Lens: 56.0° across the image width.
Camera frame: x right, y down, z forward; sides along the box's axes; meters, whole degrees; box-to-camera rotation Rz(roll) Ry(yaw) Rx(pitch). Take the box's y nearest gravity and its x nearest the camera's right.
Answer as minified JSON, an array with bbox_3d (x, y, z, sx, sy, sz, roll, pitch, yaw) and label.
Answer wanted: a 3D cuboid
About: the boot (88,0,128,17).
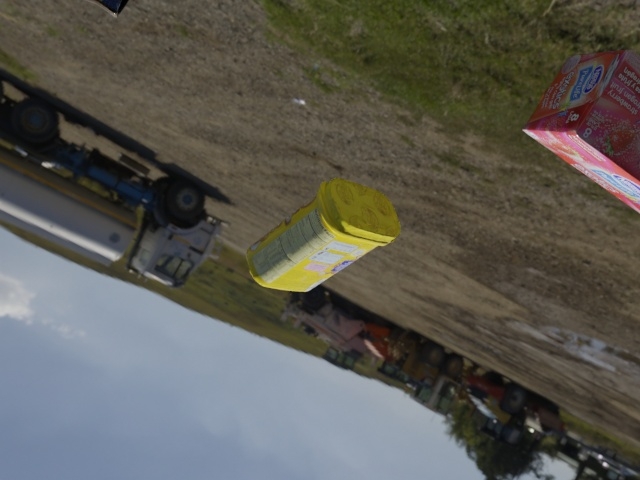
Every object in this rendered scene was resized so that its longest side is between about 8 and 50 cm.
[{"bbox_3d":[-0.263,-0.412,0.811,0.106,0.219,0.082,37,-177,-14],"label":"boot"}]

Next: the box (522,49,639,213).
[{"bbox_3d":[0.421,-0.129,0.797,0.256,0.123,0.128,29,-175,-17],"label":"box"}]

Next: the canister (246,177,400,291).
[{"bbox_3d":[0.000,0.000,0.783,0.126,0.170,0.073,12,-127,-45],"label":"canister"}]
